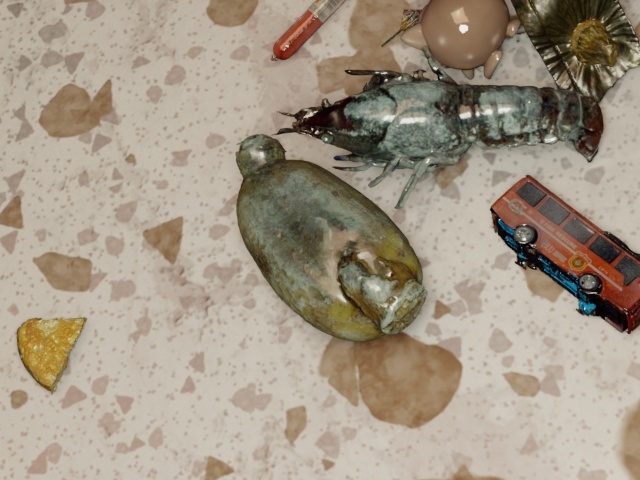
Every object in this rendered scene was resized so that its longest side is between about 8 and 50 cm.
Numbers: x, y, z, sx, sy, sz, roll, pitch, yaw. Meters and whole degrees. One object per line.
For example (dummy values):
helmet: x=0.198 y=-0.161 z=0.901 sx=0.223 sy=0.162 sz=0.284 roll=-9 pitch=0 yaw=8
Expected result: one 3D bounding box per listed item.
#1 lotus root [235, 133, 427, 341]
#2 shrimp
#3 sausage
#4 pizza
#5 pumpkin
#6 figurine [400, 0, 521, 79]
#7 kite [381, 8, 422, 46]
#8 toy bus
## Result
lotus root: x=0.000 y=0.001 z=1.759 sx=0.175 sy=0.175 sz=0.349 roll=-41 pitch=59 yaw=-2
shrimp: x=0.152 y=-0.152 z=1.764 sx=0.410 sy=0.166 sz=0.221 roll=-5 pitch=70 yaw=16
sausage: x=0.019 y=-0.347 z=1.960 sx=0.253 sy=0.034 sz=0.034 roll=-46 pitch=63 yaw=-5
pizza: x=-0.361 y=0.145 z=1.883 sx=0.108 sy=0.026 sz=0.123 roll=-33 pitch=60 yaw=-1
pumpkin: x=0.323 y=-0.310 z=1.797 sx=0.131 sy=0.126 sz=0.248 roll=-28 pitch=64 yaw=7
figurine: x=0.193 y=-0.289 z=1.840 sx=0.138 sy=0.125 sz=0.125 roll=27 pitch=78 yaw=9
kite: x=0.122 y=-0.296 z=1.923 sx=0.044 sy=0.002 sz=0.078 roll=26 pitch=77 yaw=25
toy bus: x=0.315 y=0.017 z=1.700 sx=0.235 sy=0.073 sz=0.096 roll=39 pitch=77 yaw=27
